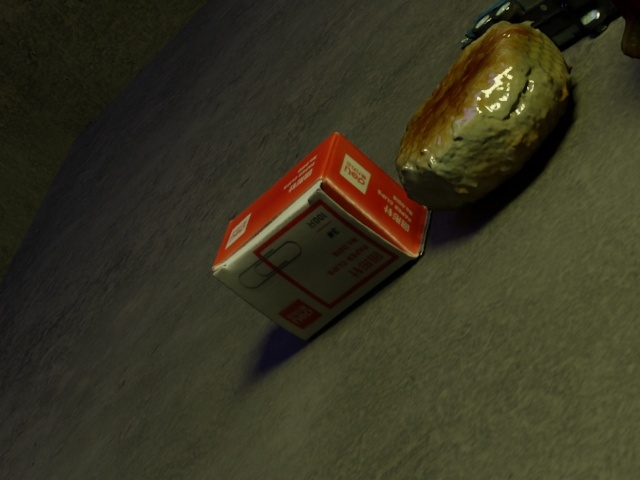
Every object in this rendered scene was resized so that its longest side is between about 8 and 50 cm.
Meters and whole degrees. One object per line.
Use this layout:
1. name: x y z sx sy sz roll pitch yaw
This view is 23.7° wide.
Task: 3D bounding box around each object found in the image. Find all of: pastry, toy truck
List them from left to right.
1. pastry: 0.152 -0.112 1.430 0.182 0.093 0.192 -43 15 28
2. toy truck: 0.225 -0.228 1.533 0.201 0.074 0.088 -31 18 49

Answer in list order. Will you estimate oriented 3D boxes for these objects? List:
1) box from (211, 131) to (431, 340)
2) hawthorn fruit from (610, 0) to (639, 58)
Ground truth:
1. box: 0.000 0.000 1.519 0.182 0.133 0.099 -37 24 34
2. hawthorn fruit: 0.295 -0.294 1.206 0.265 0.265 0.307 -114 43 -71
